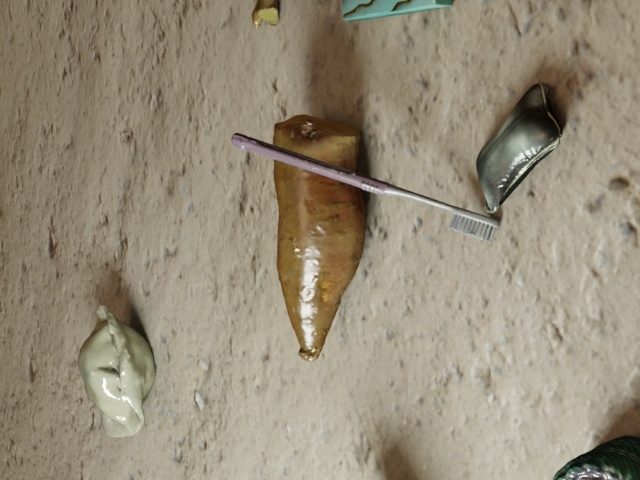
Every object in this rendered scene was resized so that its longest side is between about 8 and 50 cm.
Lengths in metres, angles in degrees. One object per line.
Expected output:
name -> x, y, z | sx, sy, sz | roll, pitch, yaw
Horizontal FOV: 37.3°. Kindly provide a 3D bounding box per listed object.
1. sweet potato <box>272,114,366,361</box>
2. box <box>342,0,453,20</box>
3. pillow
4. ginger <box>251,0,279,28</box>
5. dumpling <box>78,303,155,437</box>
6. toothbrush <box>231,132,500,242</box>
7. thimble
sweet potato -> 0.001, 0.000, 1.270 | 0.131, 0.131, 0.336 | 6, 101, 48
box -> 0.088, -0.392, 1.154 | 0.162, 0.041, 0.229 | 7, 102, 48
pillow -> 0.216, -0.103, 1.052 | 0.135, 0.055, 0.091 | -49, 59, 40
ginger -> -0.076, -0.339, 1.360 | 0.048, 0.030, 0.097 | 57, 136, 27
dumpling -> -0.372, 0.239, 1.733 | 0.162, 0.132, 0.250 | 1, 98, 52
toothbrush -> 0.047, -0.067, 1.158 | 0.354, 0.024, 0.029 | 20, 87, 16
thimble -> 0.312, 0.270, 0.988 | 0.135, 0.090, 0.118 | -17, 82, 51
